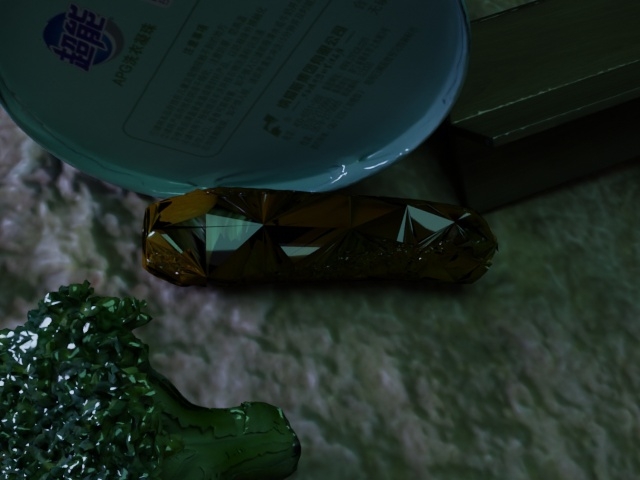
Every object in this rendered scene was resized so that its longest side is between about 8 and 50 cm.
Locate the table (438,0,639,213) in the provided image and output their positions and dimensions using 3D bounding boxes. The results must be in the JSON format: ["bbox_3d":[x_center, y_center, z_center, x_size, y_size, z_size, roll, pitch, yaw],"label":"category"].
[{"bbox_3d":[0.189,-0.113,0.805,0.227,0.167,0.167,-19,63,-13],"label":"table"}]

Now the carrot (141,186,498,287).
[{"bbox_3d":[0.000,0.000,0.735,0.229,0.069,0.069,1,57,-13],"label":"carrot"}]

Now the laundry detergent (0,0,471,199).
[{"bbox_3d":[-0.058,-0.225,0.730,0.287,0.287,0.305,4,56,-10],"label":"laundry detergent"}]

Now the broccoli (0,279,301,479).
[{"bbox_3d":[-0.085,0.121,0.589,0.194,0.194,0.220,-34,46,-29],"label":"broccoli"}]
